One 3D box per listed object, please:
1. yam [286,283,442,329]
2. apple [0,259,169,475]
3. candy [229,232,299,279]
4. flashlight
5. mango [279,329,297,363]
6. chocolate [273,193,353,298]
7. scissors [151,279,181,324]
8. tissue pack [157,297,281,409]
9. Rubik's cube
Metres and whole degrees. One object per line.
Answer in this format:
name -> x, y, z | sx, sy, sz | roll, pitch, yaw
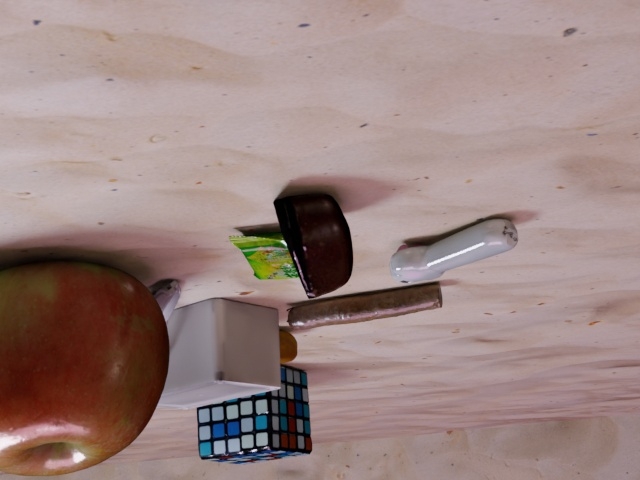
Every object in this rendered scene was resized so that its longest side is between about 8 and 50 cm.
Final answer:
yam -> 0.069, 0.109, 1.873 | 0.264, 0.046, 0.046 | -11, 162, 16
apple -> -0.366, 0.178, 1.595 | 0.319, 0.277, 0.319 | -5, 162, -2
candy -> -0.058, 0.020, 1.567 | 0.102, 0.032, 0.178 | -6, 163, 5
flashlight -> 0.181, 0.012, 1.583 | 0.200, 0.047, 0.093 | -23, 156, 40
mango -> -0.095, 0.190, 2.072 | 0.114, 0.060, 0.080 | 5, 177, -34
chocolate -> 0.000, 0.000, 1.395 | 0.080, 0.125, 0.148 | -20, 160, -5
scissors -> -0.264, 0.125, 1.797 | 0.030, 0.118, 0.242 | -43, 178, -38
tissue pack -> -0.202, 0.196, 1.936 | 0.246, 0.136, 0.159 | -18, 159, 37
Rubik's cube -> -0.140, 0.367, 2.430 | 0.184, 0.187, 0.182 | -10, 162, 25
